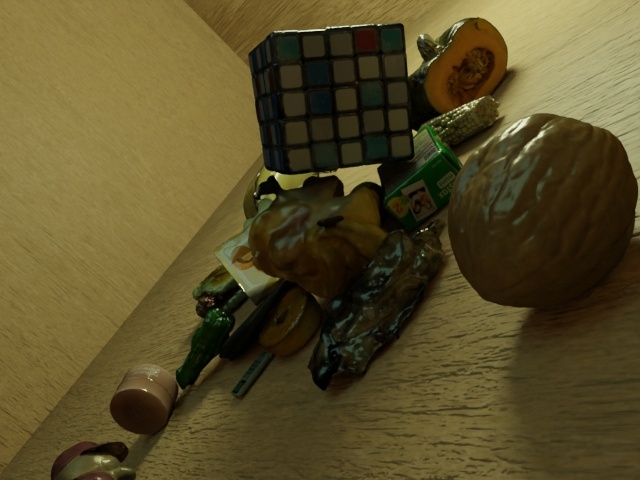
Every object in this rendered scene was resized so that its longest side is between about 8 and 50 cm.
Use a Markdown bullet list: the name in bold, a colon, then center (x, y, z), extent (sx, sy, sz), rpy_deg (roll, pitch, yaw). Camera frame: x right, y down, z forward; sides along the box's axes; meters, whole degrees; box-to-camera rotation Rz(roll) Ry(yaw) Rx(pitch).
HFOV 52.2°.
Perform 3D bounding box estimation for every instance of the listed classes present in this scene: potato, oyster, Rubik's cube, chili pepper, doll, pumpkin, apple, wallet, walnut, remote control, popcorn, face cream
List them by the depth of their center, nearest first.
- **walnut**: center (0.275, -0.033, 0.829), extent (0.260, 0.225, 0.225), rpy_deg (-54, 17, -10)
- **oyster**: center (0.098, 0.103, 1.158), extent (0.361, 0.096, 0.221), rpy_deg (-46, 23, 8)
- **popcorn**: center (0.000, 0.000, 1.383), extent (0.298, 0.280, 0.315), rpy_deg (-19, 41, 1)
- **remote control**: center (-0.149, 0.291, 1.435), extent (0.124, 0.018, 0.053), rpy_deg (-51, 16, -20)
- **Rubik's cube**: center (0.016, -0.305, 1.438), extent (0.292, 0.292, 0.287), rpy_deg (-11, 12, -13)
- **doll**: center (-0.512, 0.553, 1.473), extent (0.196, 0.152, 0.256), rpy_deg (-18, 22, -24)
- **apple**: center (0.113, -0.079, 1.539), extent (0.102, 0.099, 0.114), rpy_deg (-43, 31, -11)
- **wallet**: center (-0.153, 0.191, 1.548), extent (0.168, 0.052, 0.245), rpy_deg (-51, 0, -36)
- **pumpkin**: center (0.320, -0.423, 1.640), extent (0.317, 0.222, 0.139), rpy_deg (-50, 17, -10)
- **chili pepper**: center (-0.299, 0.279, 1.664), extent (0.253, 0.084, 0.099), rpy_deg (-55, 3, 26)
- **face cream**: center (-0.448, 0.404, 1.668), extent (0.149, 0.149, 0.104), rpy_deg (-39, 17, 21)
- **potato**: center (-0.147, -0.140, 2.151), extent (0.243, 0.243, 0.285), rpy_deg (-22, 43, 55)

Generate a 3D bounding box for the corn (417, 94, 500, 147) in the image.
- **corn**: center (0.315, -0.264, 1.519), extent (0.211, 0.087, 0.087), rpy_deg (-20, 30, 50)

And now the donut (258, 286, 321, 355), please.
- **donut**: center (-0.061, 0.181, 1.410), extent (0.162, 0.065, 0.178), rpy_deg (-51, 17, -1)

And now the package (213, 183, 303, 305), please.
- **package**: center (-0.082, 0.035, 1.717), extent (0.311, 0.165, 0.221), rpy_deg (-40, 50, -8)

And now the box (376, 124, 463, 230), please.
- **box**: center (0.215, -0.139, 1.428), extent (0.180, 0.103, 0.250), rpy_deg (-41, 18, 17)

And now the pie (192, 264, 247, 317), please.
- **pie**: center (-0.275, 0.133, 2.026), extent (0.257, 0.105, 0.274), rpy_deg (-32, 18, -6)

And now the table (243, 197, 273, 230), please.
- **table**: center (-0.151, -0.004, 1.848), extent (0.198, 0.167, 0.166), rpy_deg (-53, 15, 8)
